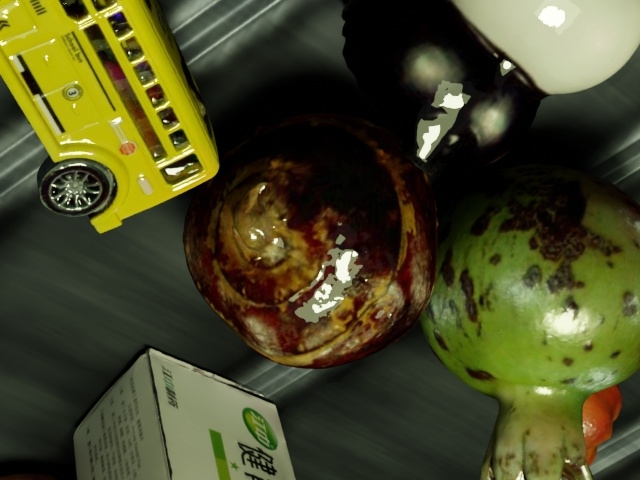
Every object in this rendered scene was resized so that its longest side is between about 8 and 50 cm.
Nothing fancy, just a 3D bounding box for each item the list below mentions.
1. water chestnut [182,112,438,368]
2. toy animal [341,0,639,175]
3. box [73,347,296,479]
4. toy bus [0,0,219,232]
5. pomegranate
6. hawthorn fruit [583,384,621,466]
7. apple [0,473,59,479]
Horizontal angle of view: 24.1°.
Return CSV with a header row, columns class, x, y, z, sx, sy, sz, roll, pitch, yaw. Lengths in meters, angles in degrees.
class,x,y,z,sx,sy,sz,roll,pitch,yaw
water chestnut,0.000,0.000,1.302,0.223,0.238,0.224,2,99,14
toy animal,0.149,-0.176,1.195,0.235,0.165,0.187,-42,129,20
box,-0.116,0.282,1.422,0.173,0.333,0.145,26,118,-31
toy bus,-0.196,-0.171,1.134,0.151,0.145,0.331,-20,135,3
pomegranate,0.191,0.083,1.366,0.242,0.242,0.306,11,97,-22
hawthorn fruit,0.251,0.171,1.567,0.125,0.140,0.125,-27,163,-9
apple,-0.313,0.350,1.525,0.211,0.211,0.188,-13,135,-2
